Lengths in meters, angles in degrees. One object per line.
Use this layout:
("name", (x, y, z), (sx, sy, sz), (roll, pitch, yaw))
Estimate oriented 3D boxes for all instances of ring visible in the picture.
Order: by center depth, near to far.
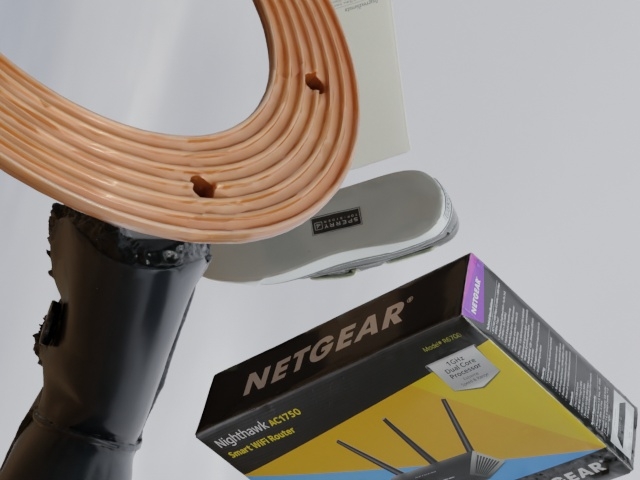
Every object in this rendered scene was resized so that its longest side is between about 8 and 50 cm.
("ring", (-0.120, -0.133, 0.885), (0.032, 0.337, 0.336), (-44, -148, 35))

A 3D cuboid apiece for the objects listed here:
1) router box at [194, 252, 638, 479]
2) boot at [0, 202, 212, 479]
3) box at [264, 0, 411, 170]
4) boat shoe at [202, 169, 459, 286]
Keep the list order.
("router box", (0.047, 0.091, 0.879), (0.179, 0.133, 0.046), (-28, -148, 36))
("boot", (-0.129, 0.089, 0.935), (0.246, 0.094, 0.207), (-83, -170, -64))
("box", (0.007, -0.189, 1.588), (0.275, 0.113, 0.094), (81, -11, -47))
("boat shoe", (0.000, 0.000, 1.380), (0.070, 0.219, 0.077), (48, 37, -64))
